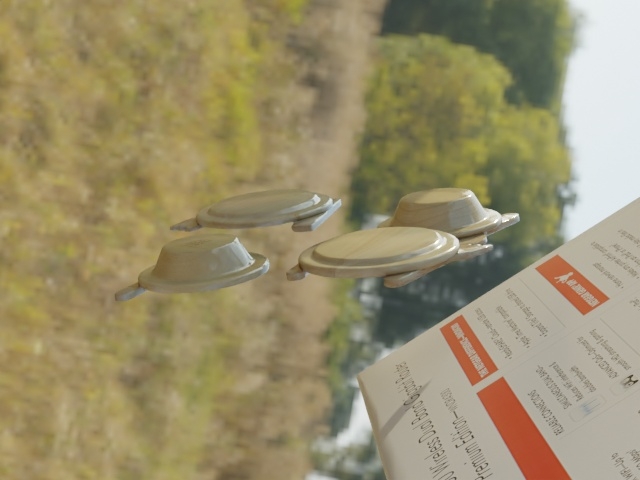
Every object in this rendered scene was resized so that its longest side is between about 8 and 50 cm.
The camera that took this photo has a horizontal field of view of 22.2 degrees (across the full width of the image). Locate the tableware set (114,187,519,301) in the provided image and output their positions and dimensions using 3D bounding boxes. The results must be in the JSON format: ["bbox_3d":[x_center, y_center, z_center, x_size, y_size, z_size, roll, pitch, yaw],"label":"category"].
[{"bbox_3d":[0.000,0.000,0.698,0.141,0.168,0.020,-31,117,-60],"label":"tableware set"}]

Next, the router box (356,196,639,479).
[{"bbox_3d":[0.169,0.040,0.582,0.082,0.301,0.335,57,3,-9],"label":"router box"}]
